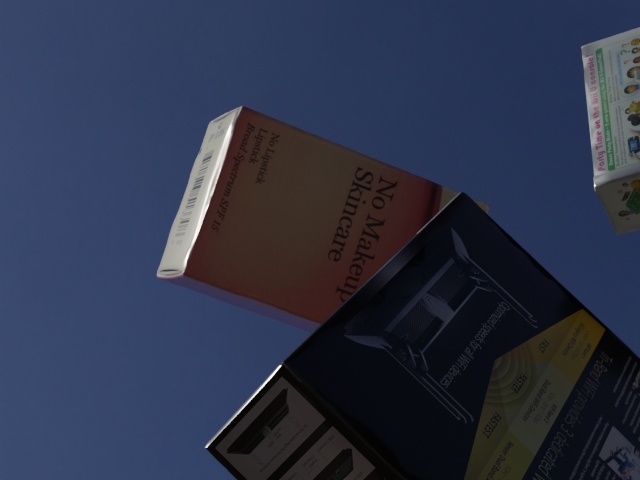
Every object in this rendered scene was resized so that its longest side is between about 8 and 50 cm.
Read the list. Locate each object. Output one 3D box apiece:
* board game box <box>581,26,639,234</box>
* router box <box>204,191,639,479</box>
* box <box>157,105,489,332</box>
[{"bbox_3d":[0.450,-0.153,1.515,0.303,0.224,0.097,-15,-42,23],"label":"board game box"},{"bbox_3d":[0.104,0.119,0.834,0.243,0.309,0.081,44,-60,5],"label":"router box"},{"bbox_3d":[0.000,0.000,1.168,0.232,0.127,0.148,20,-98,-15],"label":"box"}]
